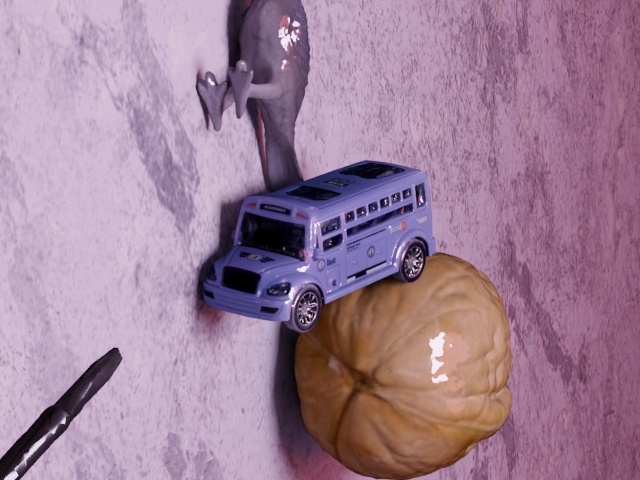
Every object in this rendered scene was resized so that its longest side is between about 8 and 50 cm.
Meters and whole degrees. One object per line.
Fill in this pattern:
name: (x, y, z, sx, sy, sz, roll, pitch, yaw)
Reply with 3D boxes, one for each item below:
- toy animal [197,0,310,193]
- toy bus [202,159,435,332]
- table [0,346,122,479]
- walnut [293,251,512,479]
toy animal: (-0.057, -0.179, 2.160, 0.206, 0.081, 0.367, -30, 125, -61)
toy bus: (0.000, 0.000, 2.183, 0.292, 0.125, 0.133, -22, 117, -48)
table: (-0.324, 0.148, 1.442, 0.249, 0.317, 0.317, -75, 158, -56)
walnut: (0.104, 0.148, 2.367, 0.313, 0.252, 0.277, -18, 108, -65)
